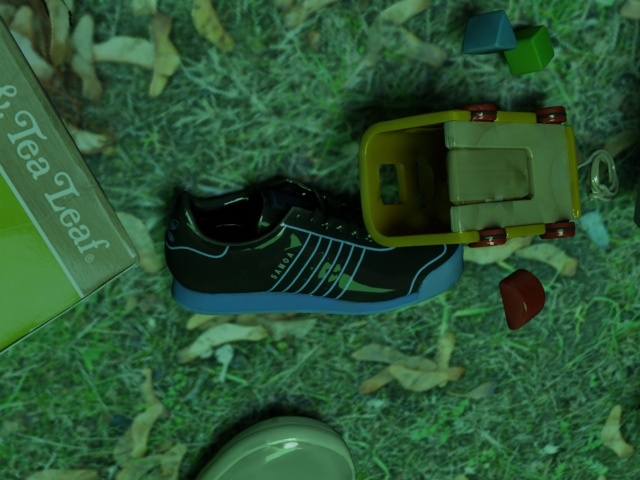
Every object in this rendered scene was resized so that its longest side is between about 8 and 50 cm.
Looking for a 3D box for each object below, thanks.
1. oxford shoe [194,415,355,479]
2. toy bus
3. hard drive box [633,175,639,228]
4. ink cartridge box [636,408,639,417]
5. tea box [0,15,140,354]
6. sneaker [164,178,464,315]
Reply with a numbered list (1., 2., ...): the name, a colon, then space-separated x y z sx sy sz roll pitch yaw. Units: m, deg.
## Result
1. oxford shoe: -0.076 0.353 1.027 0.169 0.130 0.449 14 115 -21
2. toy bus: 0.116 -0.046 0.844 0.104 0.191 0.202 -4 135 40
3. hard drive box: 0.369 -0.079 0.850 0.232 0.089 0.181 4 106 0
4. ink cartridge box: 0.384 0.176 1.079 0.115 0.067 0.198 -40 124 10
5. tea box: -0.329 -0.064 0.602 0.323 0.220 0.329 -32 125 -12
6. sneaker: 0.000 0.000 0.855 0.232 0.081 0.091 -6 129 -11
